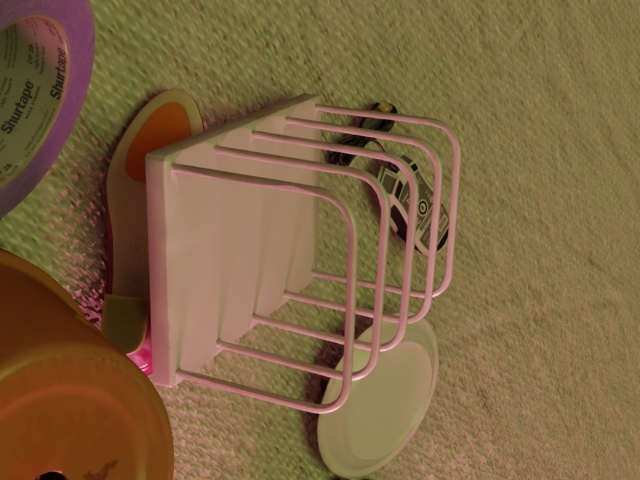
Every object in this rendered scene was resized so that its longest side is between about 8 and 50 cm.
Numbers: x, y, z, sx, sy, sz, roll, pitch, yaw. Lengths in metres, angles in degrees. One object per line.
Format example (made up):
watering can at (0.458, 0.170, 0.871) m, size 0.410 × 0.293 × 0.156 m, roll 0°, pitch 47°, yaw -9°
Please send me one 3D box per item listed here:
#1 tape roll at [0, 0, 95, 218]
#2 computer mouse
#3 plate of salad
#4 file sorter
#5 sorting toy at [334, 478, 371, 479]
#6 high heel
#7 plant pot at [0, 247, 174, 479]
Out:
tape roll at (-0.236, -0.104, 0.671) m, size 0.189 × 0.080 × 0.189 m, roll -58°, pitch 167°, yaw -22°
computer mouse at (0.082, -0.057, 1.121) m, size 0.106 × 0.042 × 0.193 m, roll -55°, pitch 127°, yaw -31°
plate of salad at (0.062, 0.170, 1.139) m, size 0.199 × 0.048 × 0.200 m, roll -22°, pitch 124°, yaw -38°
file sorter at (0.000, 0.000, 0.876) m, size 0.277 × 0.173 × 0.193 m, roll -35°, pitch 131°, yaw -60°
sorting toy at (0.045, 0.303, 1.150) m, size 0.102 × 0.042 × 0.061 m, roll 20°, pitch 83°, yaw -48°
high heel at (-0.141, -0.004, 0.887) m, size 0.117 × 0.082 × 0.244 m, roll 91°, pitch 2°, yaw -74°
plant pot at (-0.239, 0.146, 0.692) m, size 0.290 × 0.203 × 0.291 m, roll -11°, pitch 105°, yaw -45°
